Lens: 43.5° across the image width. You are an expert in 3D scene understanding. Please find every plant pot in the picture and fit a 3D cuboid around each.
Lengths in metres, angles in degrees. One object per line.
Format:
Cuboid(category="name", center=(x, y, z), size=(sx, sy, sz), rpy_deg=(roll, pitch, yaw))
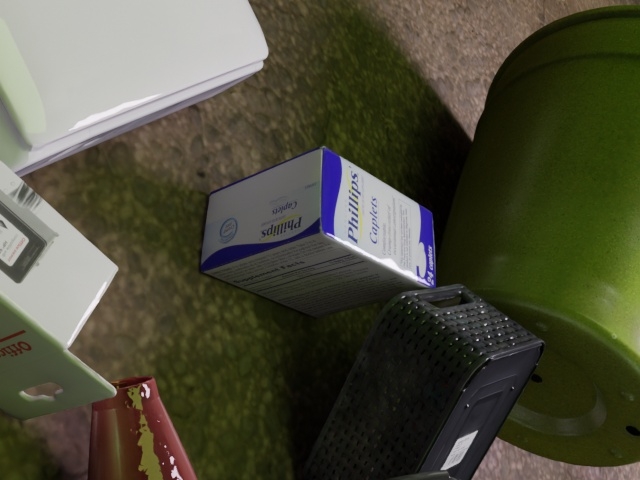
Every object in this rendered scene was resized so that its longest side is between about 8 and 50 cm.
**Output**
Cuboid(category="plant pot", center=(0.273, 0.019, 0.810), size=(0.366, 0.366, 0.353), rpy_deg=(52, 54, -23))

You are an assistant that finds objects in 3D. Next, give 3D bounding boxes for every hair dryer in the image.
Cuboid(category="hair dryer", center=(-0.039, 0.191, 0.499), size=(0.293, 0.080, 0.224), rpy_deg=(46, 61, -20))

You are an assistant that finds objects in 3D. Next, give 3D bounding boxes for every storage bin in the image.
Cuboid(category="storage bin", center=(0.079, 0.133, 0.617), size=(0.122, 0.084, 0.180), rpy_deg=(-3, 122, -51))

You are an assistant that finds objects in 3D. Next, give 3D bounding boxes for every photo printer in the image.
Cuboid(category="photo printer", center=(-0.187, -0.211, 0.504), size=(0.256, 0.107, 0.308), rpy_deg=(-37, 104, -51))

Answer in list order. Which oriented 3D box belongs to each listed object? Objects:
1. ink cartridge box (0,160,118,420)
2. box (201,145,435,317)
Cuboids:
Cuboid(category="ink cartridge box", center=(-0.185, 0.013, 0.416), size=(0.180, 0.104, 0.060), rpy_deg=(48, 42, -27))
Cuboid(category="box", center=(0.000, 0.000, 0.626), size=(0.137, 0.126, 0.072), rpy_deg=(26, 57, -42))
